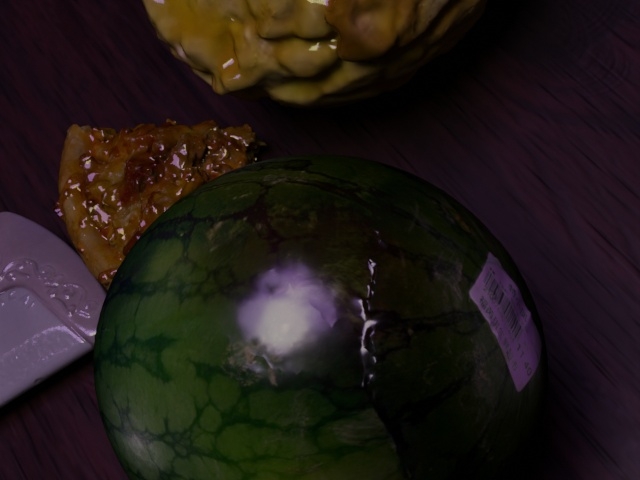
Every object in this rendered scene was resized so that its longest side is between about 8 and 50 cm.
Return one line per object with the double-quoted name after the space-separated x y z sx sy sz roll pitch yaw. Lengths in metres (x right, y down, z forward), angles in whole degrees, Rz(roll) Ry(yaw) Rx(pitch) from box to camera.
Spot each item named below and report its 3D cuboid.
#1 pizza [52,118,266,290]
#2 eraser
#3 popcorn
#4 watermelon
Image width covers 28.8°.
-0.162 -0.049 1.299 0.226 0.086 0.335 -44 52 2 "pizza"
-0.331 0.059 1.340 0.204 0.059 0.243 -33 53 8 "eraser"
0.019 -0.312 1.209 0.344 0.354 0.390 34 126 16 "popcorn"
-0.002 0.099 0.982 0.363 0.363 0.363 -12 59 21 "watermelon"
